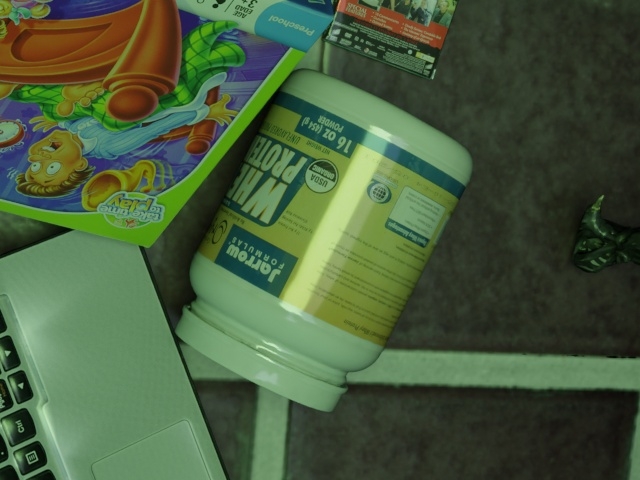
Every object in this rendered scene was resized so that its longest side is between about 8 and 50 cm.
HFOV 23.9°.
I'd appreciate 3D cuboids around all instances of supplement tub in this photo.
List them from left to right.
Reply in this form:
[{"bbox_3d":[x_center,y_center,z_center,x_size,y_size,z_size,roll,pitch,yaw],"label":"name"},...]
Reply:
[{"bbox_3d":[0.000,0.000,1.026,0.144,0.144,0.199,27,91,-18],"label":"supplement tub"}]

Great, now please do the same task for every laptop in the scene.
[{"bbox_3d":[-0.177,0.216,0.860,0.408,0.236,0.382,-23,98,-30],"label":"laptop"}]

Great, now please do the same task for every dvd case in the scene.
[{"bbox_3d":[0.060,-0.185,1.081,0.087,0.013,0.119,17,95,-18],"label":"dvd case"}]

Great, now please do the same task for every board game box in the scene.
[{"bbox_3d":[-0.201,-0.129,0.869,0.347,0.078,0.233,15,136,-29],"label":"board game box"}]

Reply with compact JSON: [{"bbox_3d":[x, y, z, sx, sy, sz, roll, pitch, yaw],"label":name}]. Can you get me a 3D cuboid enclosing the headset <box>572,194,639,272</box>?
[{"bbox_3d":[0.376,-0.077,1.147,0.394,0.185,0.243,-31,102,-25],"label":"headset"}]
